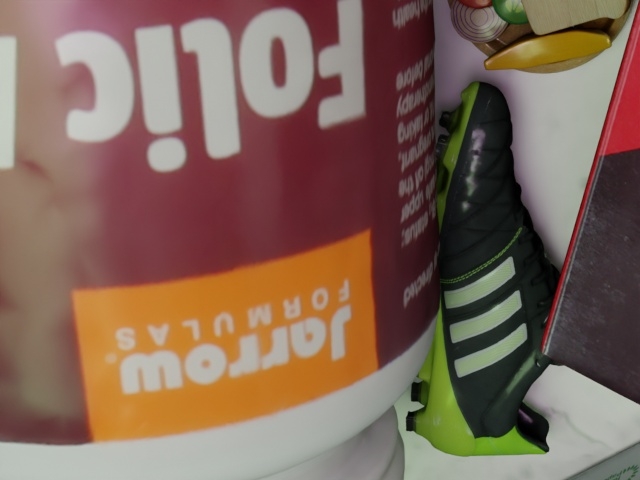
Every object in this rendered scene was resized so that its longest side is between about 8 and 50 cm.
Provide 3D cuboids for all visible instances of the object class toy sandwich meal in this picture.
[{"bbox_3d":[0.084,-0.100,0.493,0.086,0.029,0.085,12,119,22],"label":"toy sandwich meal"}]

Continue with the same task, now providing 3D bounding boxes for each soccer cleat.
[{"bbox_3d":[0.077,0.016,0.547,0.072,0.060,0.178,5,120,7],"label":"soccer cleat"}]

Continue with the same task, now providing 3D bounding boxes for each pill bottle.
[{"bbox_3d":[-0.069,-0.050,0.459,0.224,0.224,0.392,6,112,25],"label":"pill bottle"}]

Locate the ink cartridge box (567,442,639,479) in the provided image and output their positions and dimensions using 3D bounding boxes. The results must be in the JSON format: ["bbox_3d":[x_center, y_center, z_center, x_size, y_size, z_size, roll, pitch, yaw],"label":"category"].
[{"bbox_3d":[0.050,0.200,0.546,0.045,0.224,0.223,50,127,-3],"label":"ink cartridge box"}]

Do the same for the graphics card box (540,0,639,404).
[{"bbox_3d":[0.255,0.020,0.344,0.371,0.094,0.232,28,141,20],"label":"graphics card box"}]
